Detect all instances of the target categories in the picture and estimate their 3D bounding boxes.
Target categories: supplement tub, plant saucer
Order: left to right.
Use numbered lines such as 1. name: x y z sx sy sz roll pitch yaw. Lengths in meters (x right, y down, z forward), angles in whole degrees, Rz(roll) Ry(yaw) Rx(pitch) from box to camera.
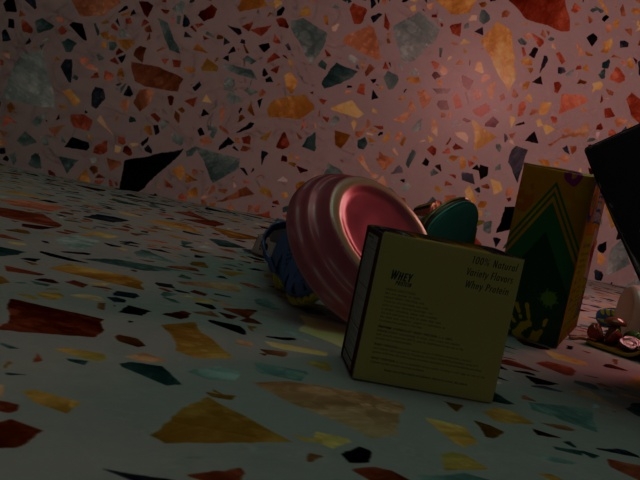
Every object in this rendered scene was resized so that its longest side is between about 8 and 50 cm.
1. plant saucer: 0.092 0.008 1.455 0.332 0.332 0.084 7 -36 -41
2. supplement tub: 0.848 0.196 1.974 0.199 0.144 0.144 12 5 1

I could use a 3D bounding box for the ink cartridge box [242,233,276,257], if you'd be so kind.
1. ink cartridge box: -0.055 0.036 2.177 0.165 0.065 0.332 6 6 -42

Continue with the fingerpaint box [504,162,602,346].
1. fingerpaint box: 0.540 0.028 1.869 0.163 0.371 0.445 14 6 22

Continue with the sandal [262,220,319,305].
1. sandal: -0.043 0.039 1.570 0.126 0.138 0.317 -27 14 -19

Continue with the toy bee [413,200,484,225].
1. toy bee: 0.325 -0.001 2.049 0.195 0.298 0.162 3 41 19

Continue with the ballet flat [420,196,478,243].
1. ballet flat: 0.206 0.029 1.673 0.123 0.348 0.123 26 -34 20

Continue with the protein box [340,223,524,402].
1. protein box: 0.150 0.097 1.121 0.199 0.201 0.136 11 5 -7

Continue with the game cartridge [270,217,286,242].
1. game cartridge: 0.000 0.000 1.882 0.230 0.068 0.355 10 1 -3

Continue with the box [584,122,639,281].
1. box: 0.684 0.018 1.343 0.297 0.472 0.480 -23 -8 20

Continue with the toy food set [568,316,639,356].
1. toy food set: 0.673 0.213 1.794 0.128 0.071 0.218 8 6 -39

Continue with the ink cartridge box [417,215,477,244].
1. ink cartridge box: 0.262 0.056 1.844 0.086 0.209 0.153 4 8 -40

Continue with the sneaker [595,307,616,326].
1. sneaker: 0.861 0.218 2.209 0.188 0.067 0.078 11 10 24
